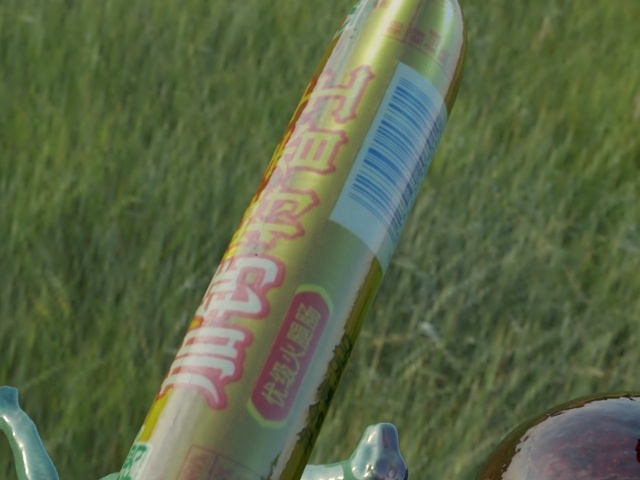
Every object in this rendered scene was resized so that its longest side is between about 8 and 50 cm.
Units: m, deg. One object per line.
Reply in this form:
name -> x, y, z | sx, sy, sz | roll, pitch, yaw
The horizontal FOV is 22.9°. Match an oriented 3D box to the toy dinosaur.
toy dinosaur -> -0.125, 0.268, 1.053 | 0.331, 0.383, 0.129 | 14, -4, 37

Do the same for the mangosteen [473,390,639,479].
mangosteen -> 0.212, 0.176, 0.974 | 0.236, 0.261, 0.235 | 15, 30, -9

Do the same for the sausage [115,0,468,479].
sausage -> 0.000, 0.000, 0.717 | 0.082, 0.082, 0.371 | 18, 60, 9
